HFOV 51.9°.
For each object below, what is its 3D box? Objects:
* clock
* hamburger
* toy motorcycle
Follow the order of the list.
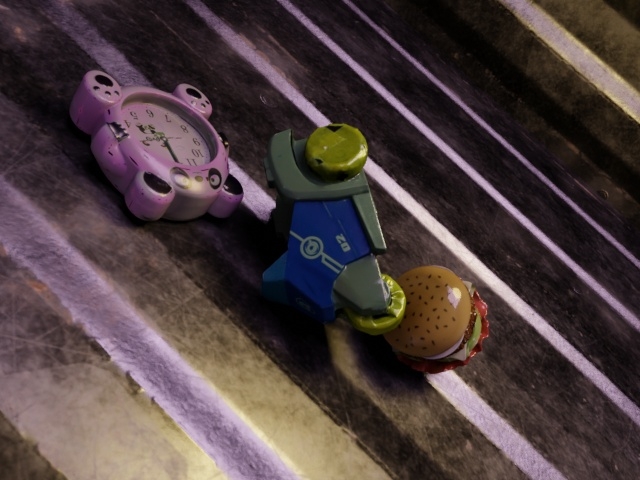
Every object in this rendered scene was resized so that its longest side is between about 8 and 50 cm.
[{"bbox_3d":[-0.240,-0.140,1.002,0.228,0.090,0.247,-5,55,-47],"label":"clock"},{"bbox_3d":[0.170,0.117,1.016,0.175,0.175,0.137,61,10,29],"label":"hamburger"},{"bbox_3d":[0.000,0.000,0.988,0.200,0.191,0.326,-10,57,-3],"label":"toy motorcycle"}]
